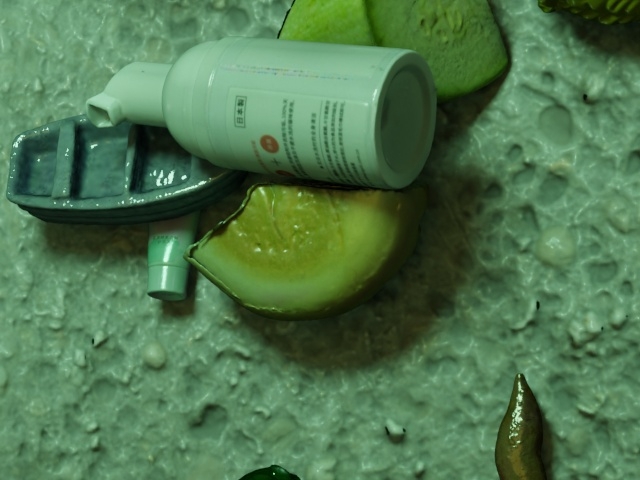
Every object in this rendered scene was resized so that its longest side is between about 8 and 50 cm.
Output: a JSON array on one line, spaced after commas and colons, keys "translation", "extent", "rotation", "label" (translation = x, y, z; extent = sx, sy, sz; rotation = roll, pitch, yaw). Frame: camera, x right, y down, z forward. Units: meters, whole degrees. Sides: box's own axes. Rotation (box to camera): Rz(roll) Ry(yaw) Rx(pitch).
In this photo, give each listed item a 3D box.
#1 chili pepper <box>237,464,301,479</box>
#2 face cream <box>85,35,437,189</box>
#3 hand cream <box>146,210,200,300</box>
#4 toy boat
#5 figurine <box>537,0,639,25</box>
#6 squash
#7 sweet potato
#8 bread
[{"translation": [-0.072, 0.371, 1.720], "extent": [0.173, 0.165, 0.261], "rotation": [34, 95, 5], "label": "chili pepper"}, {"translation": [-0.073, -0.145, 1.711], "extent": [0.369, 0.145, 0.145], "rotation": [10, 86, 28], "label": "face cream"}, {"translation": [-0.169, -0.020, 1.856], "extent": [0.076, 0.047, 0.174], "rotation": [0, 74, 16], "label": "hand cream"}, {"translation": [-0.212, -0.082, 1.833], "extent": [0.282, 0.078, 0.127], "rotation": [-3, 62, 13], "label": "toy boat"}, {"translation": [0.358, -0.227, 1.677], "extent": [0.315, 0.187, 0.168], "rotation": [45, 92, 7], "label": "figurine"}, {"translation": [0.057, -0.235, 1.761], "extent": [0.204, 0.155, 0.237], "rotation": [-41, 116, -21], "label": "squash"}, {"translation": [0.211, 0.250, 1.709], "extent": [0.065, 0.051, 0.218], "rotation": [6, 85, 18], "label": "sweet potato"}, {"translation": [-0.011, 0.007, 1.758], "extent": [0.260, 0.158, 0.156], "rotation": [3, 96, 16], "label": "bread"}]
